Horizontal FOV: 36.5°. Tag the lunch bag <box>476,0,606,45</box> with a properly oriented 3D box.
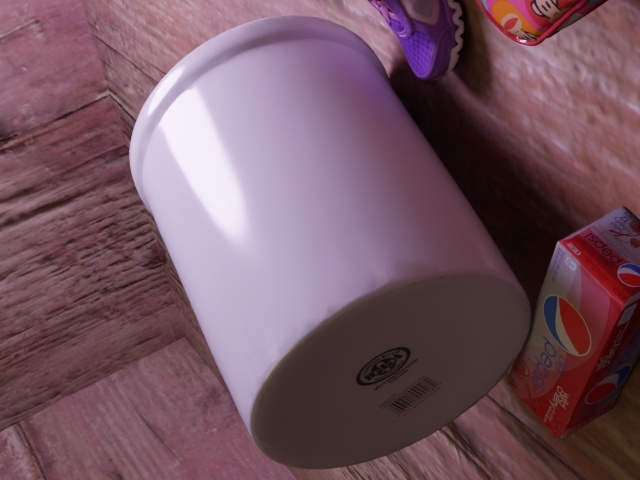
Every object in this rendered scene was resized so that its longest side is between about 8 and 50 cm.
[{"bbox_3d":[0.149,-0.286,0.659,0.258,0.120,0.293,55,169,-4],"label":"lunch bag"}]

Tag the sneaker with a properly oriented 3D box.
[{"bbox_3d":[0.067,-0.268,0.979,0.095,0.104,0.237,20,134,60],"label":"sneaker"}]

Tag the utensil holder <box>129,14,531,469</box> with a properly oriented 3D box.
[{"bbox_3d":[0.000,0.000,1.048,0.328,0.327,0.386,88,160,-48],"label":"utensil holder"}]

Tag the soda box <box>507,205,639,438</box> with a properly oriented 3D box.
[{"bbox_3d":[0.265,0.091,0.964,0.092,0.083,0.263,51,156,30],"label":"soda box"}]
